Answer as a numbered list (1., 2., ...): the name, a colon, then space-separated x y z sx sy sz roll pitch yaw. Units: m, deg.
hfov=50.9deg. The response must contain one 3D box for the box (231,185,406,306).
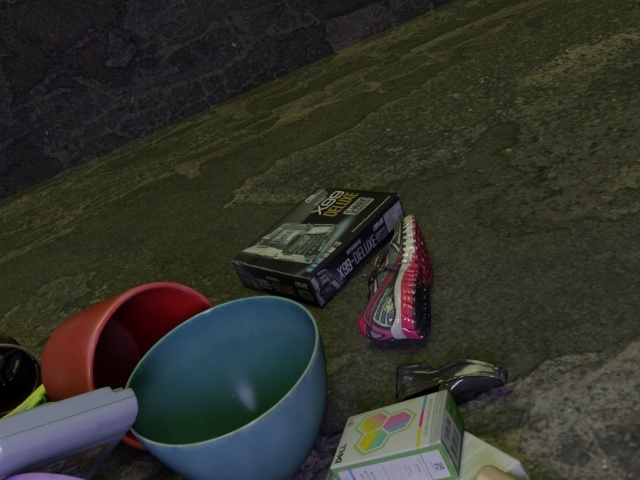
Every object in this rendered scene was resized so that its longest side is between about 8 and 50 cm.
1. box: 0.000 0.000 1.440 0.242 0.077 0.307 11 43 44

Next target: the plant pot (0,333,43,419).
1. plant pot: -0.654 0.266 1.351 0.167 0.167 0.165 -35 25 -23

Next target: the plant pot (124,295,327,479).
1. plant pot: -0.111 0.247 0.980 0.290 0.195 0.290 -16 30 9

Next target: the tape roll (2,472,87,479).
1. tape roll: -0.281 0.390 0.772 0.274 0.275 0.090 -9 32 21

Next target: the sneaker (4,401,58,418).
1. sneaker: -0.492 0.329 1.030 0.255 0.094 0.151 -27 -5 16

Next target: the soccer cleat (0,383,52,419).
1. soccer cleat: -0.533 0.320 1.242 0.121 0.093 0.289 0 35 45

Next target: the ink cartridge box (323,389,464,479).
1. ink cartridge box: 0.079 0.276 0.885 0.209 0.062 0.109 -22 15 23

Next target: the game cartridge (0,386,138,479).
1. game cartridge: -0.374 0.293 0.875 0.198 0.062 0.297 -16 -25 -44

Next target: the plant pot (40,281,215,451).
1. plant pot: -0.328 0.209 1.141 0.243 0.275 0.275 -8 30 42

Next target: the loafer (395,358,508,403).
1. loafer: 0.190 0.215 0.988 0.170 0.062 0.061 -13 42 29

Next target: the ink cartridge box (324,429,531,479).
1. ink cartridge box: 0.132 0.318 0.875 0.189 0.066 0.232 -31 10 -17

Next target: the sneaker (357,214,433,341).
1. sneaker: 0.135 0.058 1.214 0.112 0.121 0.299 -12 31 20

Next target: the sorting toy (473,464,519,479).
1. sorting toy: 0.210 0.363 0.693 0.193 0.038 0.208 24 57 30
